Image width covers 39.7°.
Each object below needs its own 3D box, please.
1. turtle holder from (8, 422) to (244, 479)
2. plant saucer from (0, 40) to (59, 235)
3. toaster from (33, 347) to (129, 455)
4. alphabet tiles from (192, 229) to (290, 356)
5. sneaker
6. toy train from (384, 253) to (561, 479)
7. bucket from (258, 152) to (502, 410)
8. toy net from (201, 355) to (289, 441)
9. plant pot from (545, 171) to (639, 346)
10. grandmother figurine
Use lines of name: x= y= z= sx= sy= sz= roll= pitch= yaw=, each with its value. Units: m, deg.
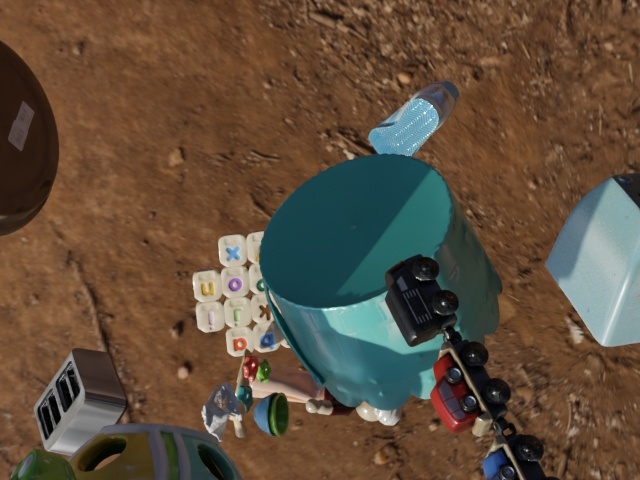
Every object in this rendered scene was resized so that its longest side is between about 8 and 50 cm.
turtle holder: x=-0.210 y=0.312 z=0.934 sx=0.243 sy=0.320 sz=0.227 roll=-23 pitch=57 yaw=50
plant saucer: x=-0.418 y=-0.143 z=1.096 sx=0.041 sy=0.278 sz=0.277 roll=-13 pitch=80 yaw=23
toaster: x=-0.480 y=0.334 z=1.780 sx=0.168 sy=0.110 sz=0.185 roll=-53 pitch=43 yaw=17
alphabet tiles: x=-0.118 y=0.105 z=1.829 sx=0.284 sy=0.021 sz=0.278 roll=-8 pitch=114 yaw=-12
sneaker: x=0.170 y=-0.210 z=1.599 sx=0.087 sy=0.229 sz=0.092 roll=50 pitch=60 yaw=-5
toy train: x=0.073 y=0.077 z=0.442 sx=0.036 sy=0.027 sz=0.158 roll=-21 pitch=64 yaw=-12
bucket: x=0.068 y=0.041 z=1.069 sx=0.281 sy=0.183 sz=0.281 roll=-16 pitch=43 yaw=15
toy net: x=-0.103 y=0.229 z=1.288 sx=0.045 sy=0.232 sz=0.122 roll=-1 pitch=82 yaw=18
plant pot: x=0.607 y=0.011 z=1.648 sx=0.247 sy=0.252 sz=0.248 roll=-6 pitch=40 yaw=-14
grandmother figurine: x=0.002 y=0.306 z=1.809 sx=0.342 sy=0.208 sz=0.104 roll=15 pitch=118 yaw=-5
